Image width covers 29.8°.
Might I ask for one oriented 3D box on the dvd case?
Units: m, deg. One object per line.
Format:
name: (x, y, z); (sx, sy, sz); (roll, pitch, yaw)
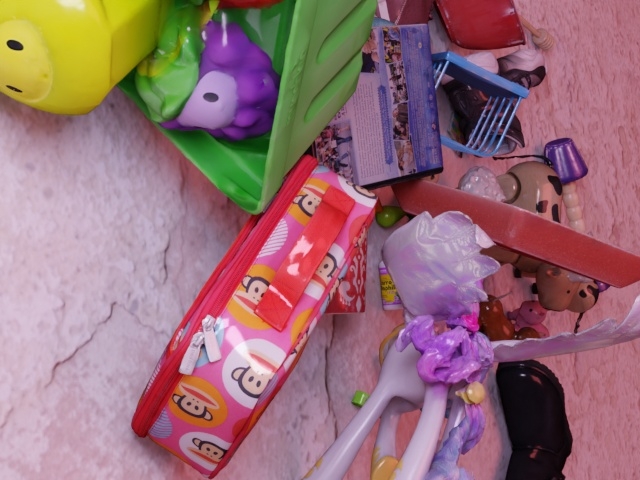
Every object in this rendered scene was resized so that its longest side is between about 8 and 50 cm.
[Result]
dvd case: (0.056, -0.148, 1.347); (0.253, 0.022, 0.180); (-16, 102, -51)

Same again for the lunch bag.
lunch bag: (-0.052, 0.063, 1.153); (0.120, 0.258, 0.293); (32, 49, -1)

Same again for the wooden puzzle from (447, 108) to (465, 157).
wooden puzzle: (0.208, -0.168, 1.818); (0.049, 0.006, 0.083); (50, 44, -40)

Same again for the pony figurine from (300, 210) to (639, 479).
pony figurine: (0.140, 0.130, 1.322); (0.303, 0.351, 0.363); (30, 69, -22)

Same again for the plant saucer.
plant saucer: (0.239, -0.009, 1.467); (0.259, 0.258, 0.047); (18, 93, -35)

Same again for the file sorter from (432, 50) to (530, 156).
file sorter: (0.184, -0.179, 1.605); (0.104, 0.118, 0.170); (-64, -172, 4)

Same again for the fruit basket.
fruit basket: (-0.142, -0.192, 1.000); (0.283, 0.392, 0.392); (44, 28, 19)

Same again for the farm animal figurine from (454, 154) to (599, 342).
farm animal figurine: (0.333, 0.025, 1.821); (0.330, 0.172, 0.326); (-22, 103, -56)

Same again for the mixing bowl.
mixing bowl: (0.220, -0.350, 1.760); (0.181, 0.098, 0.181); (-23, 90, -84)

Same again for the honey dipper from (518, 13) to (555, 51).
honey dipper: (0.356, -0.368, 2.061); (0.161, 0.031, 0.030); (23, 65, -51)

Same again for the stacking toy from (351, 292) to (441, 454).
stacking toy: (0.133, 0.175, 1.576); (0.221, 0.052, 0.167); (36, 70, -41)

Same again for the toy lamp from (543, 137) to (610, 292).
toy lamp: (0.444, -0.043, 2.091); (0.080, 0.080, 0.274); (-39, 119, -52)

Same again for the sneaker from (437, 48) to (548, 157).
sneaker: (0.276, -0.207, 1.837); (0.269, 0.101, 0.153); (-12, 90, -53)

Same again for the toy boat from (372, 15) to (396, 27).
toy boat: (0.031, -0.244, 1.435); (0.267, 0.148, 0.318); (-37, 115, -53)

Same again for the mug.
mug: (-0.007, 0.000, 1.375); (0.150, 0.113, 0.169); (1, 88, -55)

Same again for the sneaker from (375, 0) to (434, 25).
sneaker: (0.125, -0.336, 1.661); (0.281, 0.106, 0.162); (-45, 132, -45)

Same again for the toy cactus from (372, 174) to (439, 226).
toy cactus: (0.139, -0.069, 1.626); (0.219, 0.112, 0.180); (46, 38, -31)

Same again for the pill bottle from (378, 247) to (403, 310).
pill bottle: (0.100, 0.049, 1.579); (0.043, 0.043, 0.083); (-2, 85, -57)

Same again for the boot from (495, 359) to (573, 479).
boot: (0.314, 0.324, 1.805); (0.246, 0.094, 0.207); (64, 34, -37)
